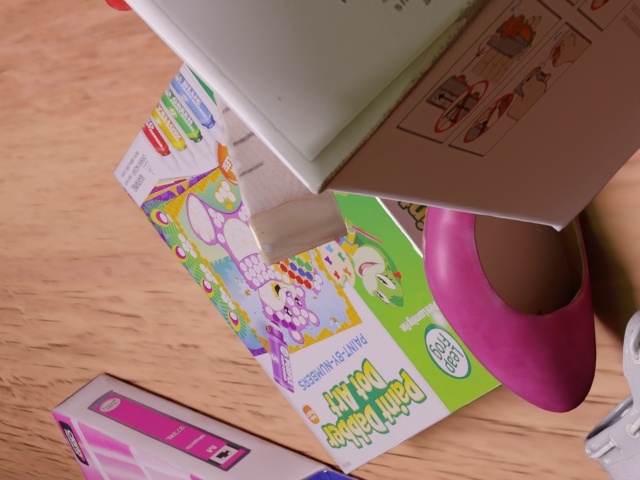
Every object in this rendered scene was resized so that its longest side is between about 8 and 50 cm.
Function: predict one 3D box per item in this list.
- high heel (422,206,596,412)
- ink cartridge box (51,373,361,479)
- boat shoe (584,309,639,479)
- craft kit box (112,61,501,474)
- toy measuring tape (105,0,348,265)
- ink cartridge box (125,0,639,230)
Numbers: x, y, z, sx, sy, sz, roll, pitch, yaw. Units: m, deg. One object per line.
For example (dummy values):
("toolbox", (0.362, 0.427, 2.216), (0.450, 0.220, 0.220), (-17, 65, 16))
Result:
("high heel", (0.103, -0.022, 0.763), (0.117, 0.082, 0.244), (5, 118, 53))
("ink cartridge box", (-0.062, 0.225, 1.301), (0.371, 0.069, 0.175), (12, 131, 49))
("boat shoe", (0.168, 0.063, 0.749), (0.081, 0.079, 0.227), (41, 153, 15))
("craft kit box", (0.000, 0.000, 0.963), (0.246, 0.061, 0.250), (49, 152, 3))
("toy measuring tape", (-0.043, -0.107, 0.772), (0.121, 0.121, 0.330), (99, 156, -53))
("ink cartridge box", (-0.001, -0.144, 0.545), (0.272, 0.130, 0.309), (46, -167, 14))
